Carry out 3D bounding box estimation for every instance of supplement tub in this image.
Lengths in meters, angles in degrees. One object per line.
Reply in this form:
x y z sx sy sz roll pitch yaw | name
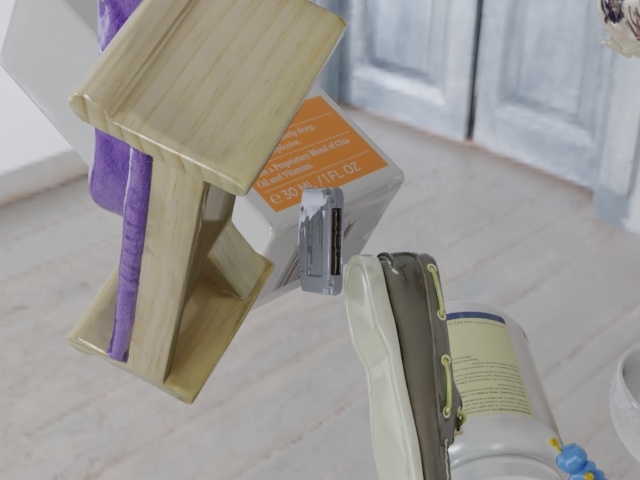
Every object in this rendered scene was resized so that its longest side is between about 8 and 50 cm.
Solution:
0.217 0.271 1.767 0.235 0.235 0.325 -1 41 -7 | supplement tub

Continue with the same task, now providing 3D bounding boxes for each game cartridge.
0.000 0.000 0.967 0.017 0.083 0.056 0 2 -30 | game cartridge

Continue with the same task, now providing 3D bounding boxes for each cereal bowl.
0.623 0.317 2.006 0.339 0.141 0.339 13 27 -7 | cereal bowl

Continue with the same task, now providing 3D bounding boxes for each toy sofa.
-0.117 -0.040 0.878 0.177 0.362 0.150 27 60 3 | toy sofa

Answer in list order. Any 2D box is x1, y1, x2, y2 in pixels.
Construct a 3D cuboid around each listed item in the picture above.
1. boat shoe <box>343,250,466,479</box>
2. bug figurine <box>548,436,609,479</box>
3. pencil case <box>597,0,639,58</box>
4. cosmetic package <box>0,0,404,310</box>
0.098 0.158 1.233 0.091 0.305 0.109 -7 -11 -20 | boat shoe
0.384 0.277 1.349 0.072 0.216 0.279 -42 6 -38 | bug figurine
0.484 -0.278 1.400 0.160 0.183 0.410 39 -7 -23 | pencil case
-0.146 -0.147 1.453 0.230 0.161 0.453 -25 64 -43 | cosmetic package
